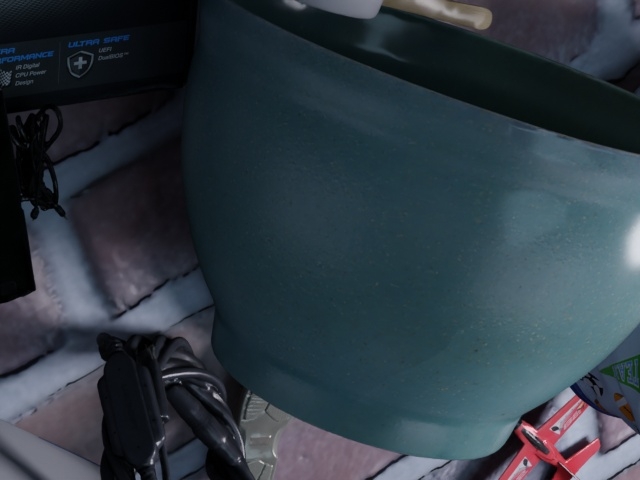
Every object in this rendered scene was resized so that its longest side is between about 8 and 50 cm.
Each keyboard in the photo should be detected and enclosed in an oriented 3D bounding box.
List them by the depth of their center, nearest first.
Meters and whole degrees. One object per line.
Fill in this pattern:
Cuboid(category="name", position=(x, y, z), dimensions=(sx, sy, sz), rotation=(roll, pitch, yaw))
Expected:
Cuboid(category="keyboard", position=(-0.183, -0.028, 0.871), dimensions=(0.100, 0.038, 0.192), rotation=(-12, 149, -12))

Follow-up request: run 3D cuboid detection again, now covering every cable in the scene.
Cuboid(category="cable", position=(-0.079, 0.143, 0.993), dimensions=(0.047, 0.184, 0.150), rotation=(-27, 155, 14))

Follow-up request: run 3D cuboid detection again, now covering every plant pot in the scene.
Cuboid(category="plant pot", position=(0.051, -0.005, 0.897), dimensions=(0.293, 0.293, 0.196), rotation=(6, 108, -39))

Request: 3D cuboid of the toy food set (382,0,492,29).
Cuboid(category="toy food set", position=(0.081, -0.225, 0.978), dimensions=(0.132, 0.038, 0.192), rotation=(9, 104, -47))

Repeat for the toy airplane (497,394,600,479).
Cuboid(category="toy airplane", position=(0.178, 0.163, 1.289), dimensions=(0.151, 0.028, 0.151), rotation=(-18, 127, -26))

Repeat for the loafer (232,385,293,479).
Cuboid(category="loafer", position=(-0.042, 0.113, 1.092), dimensions=(0.045, 0.039, 0.125), rotation=(10, 107, -30))

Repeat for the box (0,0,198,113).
Cuboid(category="box", position=(-0.164, -0.149, 0.826), dimensions=(0.220, 0.051, 0.175), rotation=(-11, 124, -31))

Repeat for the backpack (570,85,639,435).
Cuboid(category="backpack", position=(0.283, 0.026, 1.159), dimensions=(0.276, 0.213, 0.263), rotation=(31, 88, -37))

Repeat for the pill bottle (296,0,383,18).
Cuboid(category="pill bottle", position=(0.020, -0.230, 0.867), dimensions=(0.119, 0.119, 0.208), rotation=(8, 112, -39))

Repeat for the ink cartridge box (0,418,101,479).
Cuboid(category="ink cartridge box", position=(-0.228, 0.269, 0.984), dimensions=(0.307, 0.129, 0.223), rotation=(-53, 134, 3))
